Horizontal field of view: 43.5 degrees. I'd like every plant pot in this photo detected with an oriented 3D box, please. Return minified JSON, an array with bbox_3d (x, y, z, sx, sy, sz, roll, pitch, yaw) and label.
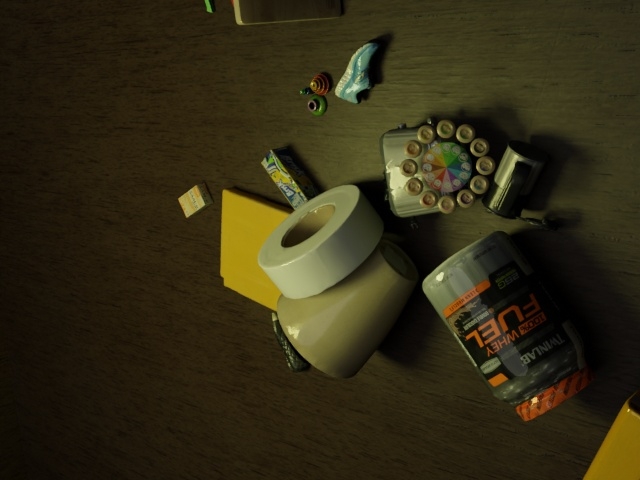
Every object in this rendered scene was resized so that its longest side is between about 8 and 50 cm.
[{"bbox_3d":[0.084,0.131,1.824,0.274,0.256,0.256,-45,72,25],"label":"plant pot"}]

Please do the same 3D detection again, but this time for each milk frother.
[{"bbox_3d":[0.407,-0.099,1.552,0.143,0.129,0.134,14,122,-9],"label":"milk frother"}]

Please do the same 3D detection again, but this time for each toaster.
[{"bbox_3d":[0.222,-0.139,1.671,0.147,0.129,0.226,-6,97,41],"label":"toaster"}]

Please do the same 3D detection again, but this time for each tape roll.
[{"bbox_3d":[0.000,0.000,1.803,0.286,0.286,0.100,-18,118,44],"label":"tape roll"}]

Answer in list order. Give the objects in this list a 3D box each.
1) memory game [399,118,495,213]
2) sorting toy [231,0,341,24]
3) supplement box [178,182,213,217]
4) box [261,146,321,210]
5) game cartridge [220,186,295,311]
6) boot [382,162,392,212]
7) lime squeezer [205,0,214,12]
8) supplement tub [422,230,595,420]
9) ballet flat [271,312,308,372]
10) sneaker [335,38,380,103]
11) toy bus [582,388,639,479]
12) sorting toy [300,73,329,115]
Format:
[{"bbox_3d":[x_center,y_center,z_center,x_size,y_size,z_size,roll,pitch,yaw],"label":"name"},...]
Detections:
[{"bbox_3d":[0.247,-0.145,1.577,0.186,0.012,0.186,1,97,11],"label":"memory game"},{"bbox_3d":[-0.095,-0.602,1.733,0.089,0.256,0.257,14,113,56],"label":"sorting toy"},{"bbox_3d":[-0.351,-0.112,2.258,0.098,0.036,0.062,-30,84,43],"label":"supplement box"},{"bbox_3d":[-0.070,-0.149,1.977,0.169,0.059,0.054,55,131,15],"label":"box"},{"bbox_3d":[-0.139,0.033,2.110,0.324,0.053,0.285,22,118,38],"label":"game cartridge"},{"bbox_3d":[0.164,-0.121,1.772,0.045,0.121,0.099,-2,73,16],"label":"boot"},{"bbox_3d":[-0.297,-0.737,1.998,0.110,0.059,0.310,30,121,32],"label":"lime squeezer"},{"bbox_3d":[0.371,0.168,1.580,0.338,0.207,0.207,56,132,13],"label":"supplement tub"},{"bbox_3d":[-0.087,0.270,2.145,0.049,0.057,0.173,-26,85,1],"label":"ballet flat"},{"bbox_3d":[0.097,-0.371,1.769,0.073,0.063,0.162,36,131,7],"label":"sneaker"},{"bbox_3d":[0.580,0.443,1.530,0.108,0.130,0.332,34,123,30],"label":"toy bus"},{"bbox_3d":[-0.016,-0.341,1.879,0.061,0.042,0.101,32,123,31],"label":"sorting toy"}]
